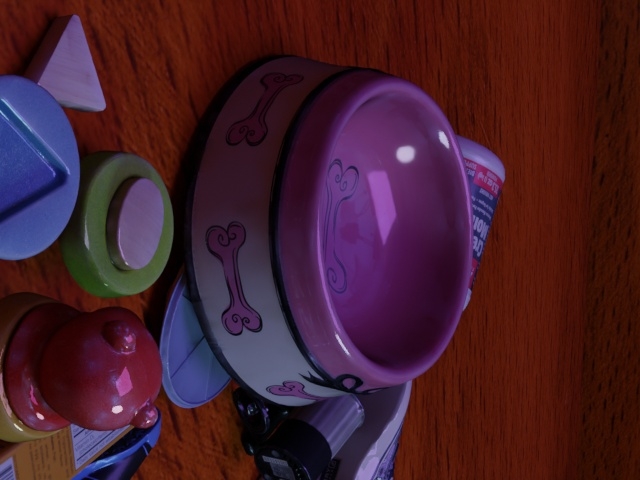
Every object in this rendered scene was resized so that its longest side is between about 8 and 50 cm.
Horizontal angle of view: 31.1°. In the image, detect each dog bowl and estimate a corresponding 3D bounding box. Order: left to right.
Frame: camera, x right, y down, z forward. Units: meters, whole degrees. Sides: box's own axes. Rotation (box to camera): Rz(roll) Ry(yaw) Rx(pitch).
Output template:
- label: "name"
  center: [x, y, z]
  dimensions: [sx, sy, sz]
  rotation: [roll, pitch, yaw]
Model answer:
- label: "dog bowl"
  center: [0.033, -0.011, 1.300]
  dimensions: [0.408, 0.150, 0.407]
  rotation: [1, 89, -54]

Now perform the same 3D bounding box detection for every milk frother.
- label: "milk frother"
  center: [-0.032, 0.217, 1.434]
  dimensions: [0.135, 0.129, 0.143]
  rotation: [-47, 149, -42]

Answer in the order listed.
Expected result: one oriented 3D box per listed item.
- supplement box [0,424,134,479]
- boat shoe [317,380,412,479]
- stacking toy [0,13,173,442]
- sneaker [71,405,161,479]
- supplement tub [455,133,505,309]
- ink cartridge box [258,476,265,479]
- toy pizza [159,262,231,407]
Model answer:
- label: "supplement box"
  center: [-0.255, 0.176, 0.992]
  dimensions: [0.233, 0.078, 0.080]
  rotation: [-36, 130, -56]
- label: "boat shoe"
  center: [0.048, 0.309, 1.567]
  dimensions: [0.340, 0.127, 0.158]
  rotation: [-65, 150, -16]
- label: "stacking toy"
  center: [-0.183, -0.021, 0.906]
  dimensions: [0.279, 0.130, 0.309]
  rotation: [-55, 135, -45]
- label: "sneaker"
  center: [-0.234, 0.239, 1.076]
  dimensions: [0.232, 0.081, 0.090]
  rotation: [-36, 137, -46]
- label: "supplement tub"
  center: [0.135, -0.007, 1.605]
  dimensions: [0.191, 0.191, 0.272]
  rotation: [37, 68, -64]
- label: "ink cartridge box"
  center: [-0.026, 0.364, 1.623]
  dimensions: [0.206, 0.045, 0.208]
  rotation: [-52, 147, -44]
- label: "toy pizza"
  center: [-0.128, 0.087, 1.277]
  dimensions: [0.201, 0.032, 0.201]
  rotation: [-43, 140, -50]
